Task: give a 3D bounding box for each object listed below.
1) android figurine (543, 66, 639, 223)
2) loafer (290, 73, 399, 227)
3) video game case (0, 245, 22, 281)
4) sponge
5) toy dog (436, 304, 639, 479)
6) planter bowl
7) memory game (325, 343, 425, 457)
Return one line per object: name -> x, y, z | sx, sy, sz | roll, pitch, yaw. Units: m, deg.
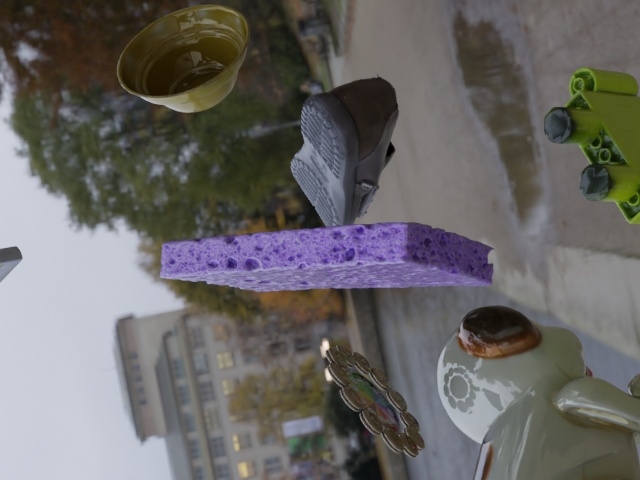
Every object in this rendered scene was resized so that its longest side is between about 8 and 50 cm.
android figurine -> 0.384, -0.098, 1.249 | 0.056, 0.273, 0.248 | -53, 50, 40
loafer -> 0.049, -0.111, 1.498 | 0.134, 0.130, 0.366 | 58, 167, 11
video game case -> -0.544, 0.084, 1.455 | 0.227, 0.206, 0.026 | -12, -112, -52
sponge -> 0.003, 0.015, 0.764 | 0.117, 0.210, 0.031 | 14, -104, -54
toy dog -> 0.284, 0.286, 1.417 | 0.284, 0.395, 0.408 | 81, 176, -56
planter bowl -> -0.198, -0.265, 1.678 | 0.090, 0.217, 0.217 | 66, -171, -46
memory game -> 0.073, 0.209, 1.416 | 0.186, 0.012, 0.186 | 44, -165, -15
